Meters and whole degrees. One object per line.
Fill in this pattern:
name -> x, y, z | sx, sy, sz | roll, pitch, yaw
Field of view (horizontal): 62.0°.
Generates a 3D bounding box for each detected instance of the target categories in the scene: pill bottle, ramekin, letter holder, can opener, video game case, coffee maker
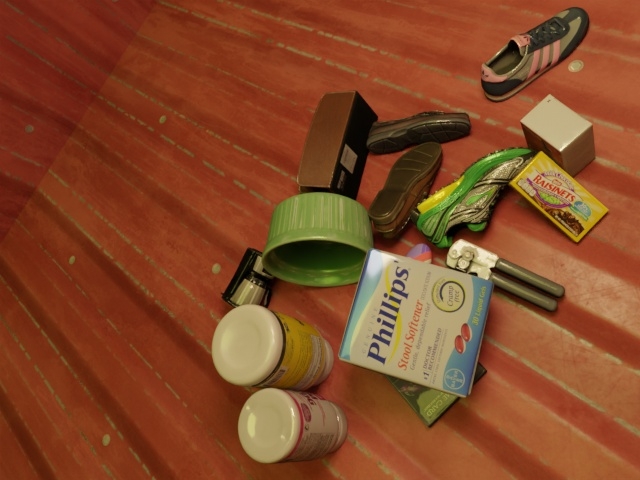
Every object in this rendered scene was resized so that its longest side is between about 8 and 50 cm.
pill bottle -> -0.055, 0.447, 1.284 | 0.160, 0.283, 0.160 | -10, 67, 26
ramekin -> 0.000, 0.000, 1.419 | 0.303, 0.303, 0.148 | -12, 60, 26
letter holder -> 0.014, -0.274, 1.595 | 0.214, 0.152, 0.301 | 8, 76, 33
can opener -> 0.434, 0.081, 1.273 | 0.280, 0.093, 0.074 | 26, 88, 25
video game case -> 0.246, 0.291, 1.329 | 0.196, 0.026, 0.274 | -47, 57, 6
pill bottle -> -0.102, 0.282, 1.342 | 0.188, 0.334, 0.187 | -10, 67, 26
coffee maker -> -0.216, 0.115, 1.598 | 0.171, 0.120, 0.178 | 25, 85, 34

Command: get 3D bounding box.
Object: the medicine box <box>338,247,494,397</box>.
medicine box -> 0.213, 0.188, 1.224 | 0.289, 0.149, 0.263 | 15, 79, 7

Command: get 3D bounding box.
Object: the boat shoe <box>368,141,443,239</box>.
boat shoe -> 0.237, -0.137, 1.449 | 0.111, 0.104, 0.307 | 22, 63, 43

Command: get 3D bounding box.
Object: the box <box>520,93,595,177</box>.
box -> 0.562, -0.238, 1.258 | 0.091, 0.170, 0.130 | -43, 56, 9

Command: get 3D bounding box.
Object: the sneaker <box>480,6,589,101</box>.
sneaker -> 0.556, -0.503, 1.384 | 0.319, 0.131, 0.112 | -42, 57, 10

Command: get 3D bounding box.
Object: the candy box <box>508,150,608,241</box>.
candy box -> 0.554, -0.102, 1.245 | 0.206, 0.027, 0.105 | 43, 94, 5

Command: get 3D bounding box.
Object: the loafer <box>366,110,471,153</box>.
loafer -> 0.269, -0.324, 1.499 | 0.303, 0.109, 0.095 | -8, 64, 30

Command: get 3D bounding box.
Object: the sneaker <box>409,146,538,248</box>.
sneaker -> 0.404, -0.105, 1.341 | 0.343, 0.134, 0.146 | -38, 69, 18

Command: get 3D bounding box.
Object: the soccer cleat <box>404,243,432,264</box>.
soccer cleat -> 0.199, 0.108, 1.356 | 0.083, 0.095, 0.248 | 27, 83, 50
